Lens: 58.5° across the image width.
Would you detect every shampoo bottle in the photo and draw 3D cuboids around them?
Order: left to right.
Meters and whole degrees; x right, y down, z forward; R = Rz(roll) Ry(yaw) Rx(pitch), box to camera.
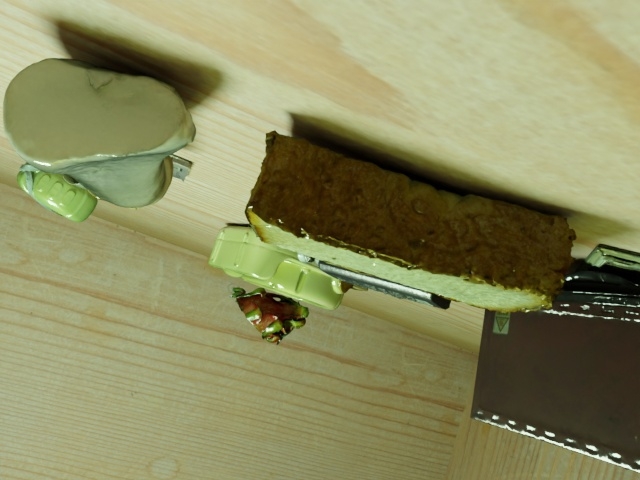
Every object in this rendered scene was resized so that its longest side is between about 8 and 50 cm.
[{"bbox_3d":[0.088,0.056,1.064,0.310,0.071,0.098,13,171,33],"label":"shampoo bottle"}]

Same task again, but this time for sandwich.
[{"bbox_3d":[0.079,-0.005,0.625,0.301,0.099,0.271,16,176,-2],"label":"sandwich"}]

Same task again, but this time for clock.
[{"bbox_3d":[-0.063,0.073,1.337,0.349,0.117,0.286,24,171,-30],"label":"clock"}]

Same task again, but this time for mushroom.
[{"bbox_3d":[-0.211,-0.093,0.606,0.159,0.122,0.329,29,171,-6],"label":"mushroom"}]

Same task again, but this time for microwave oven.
[{"bbox_3d":[0.323,0.142,0.646,0.178,0.188,0.247,17,169,-30],"label":"microwave oven"}]

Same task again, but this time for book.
[{"bbox_3d":[-0.284,-0.133,0.853,0.182,0.014,0.127,21,171,-14],"label":"book"}]

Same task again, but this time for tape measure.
[{"bbox_3d":[-0.606,-0.119,1.332,0.175,0.106,0.200,32,170,2],"label":"tape measure"}]

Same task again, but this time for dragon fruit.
[{"bbox_3d":[-0.114,0.169,1.311,0.175,0.142,0.138,-11,-159,-3],"label":"dragon fruit"}]

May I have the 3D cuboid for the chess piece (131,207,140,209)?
[{"bbox_3d":[-0.393,-0.095,1.199,0.060,0.060,0.172,20,174,-11],"label":"chess piece"}]

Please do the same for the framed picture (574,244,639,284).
[{"bbox_3d":[0.424,0.069,0.626,0.275,0.017,0.217,15,171,20],"label":"framed picture"}]

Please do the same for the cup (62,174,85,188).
[{"bbox_3d":[-0.458,-0.134,1.136,0.054,0.075,0.083,55,179,8],"label":"cup"}]
